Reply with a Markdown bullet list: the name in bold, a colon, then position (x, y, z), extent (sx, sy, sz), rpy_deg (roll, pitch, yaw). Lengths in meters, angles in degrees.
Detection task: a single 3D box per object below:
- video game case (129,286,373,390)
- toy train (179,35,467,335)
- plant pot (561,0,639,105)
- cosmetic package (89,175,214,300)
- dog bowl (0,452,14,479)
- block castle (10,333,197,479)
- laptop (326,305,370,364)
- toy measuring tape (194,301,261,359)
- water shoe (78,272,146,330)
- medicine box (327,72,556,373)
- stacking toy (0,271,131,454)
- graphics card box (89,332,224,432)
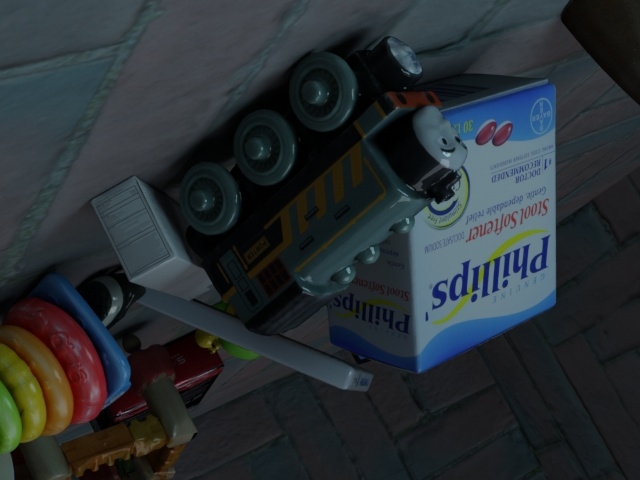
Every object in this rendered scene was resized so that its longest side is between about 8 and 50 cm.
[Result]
- **video game case**: position (-0.091, 0.139, 1.638), extent (0.300, 0.329, 0.036), rpy_deg (46, 66, -79)
- **toy train**: position (-0.001, -0.051, 1.158), extent (0.334, 0.190, 0.142), rpy_deg (-40, 165, 30)
- **plant pot**: position (0.443, -0.230, 1.382), extent (0.215, 0.230, 0.215), rpy_deg (-27, 169, -6)
- **cosmetic package**: position (-0.175, 0.004, 1.268), extent (0.060, 0.099, 0.239), rpy_deg (-27, 169, 4)
- **dog bowl**: position (-0.481, 0.268, 1.269), extent (0.104, 0.265, 0.265), rpy_deg (-38, 166, 34)
- **block castle**: position (-0.417, 0.359, 1.895), extent (0.303, 0.213, 0.453), rpy_deg (-15, 151, -33)
- **laptop**: position (0.109, 0.052, 1.834), extent (0.264, 0.234, 0.136), rpy_deg (-25, 169, -15)
- **toy measuring tape**: position (-0.079, 0.134, 2.069), extent (0.330, 0.121, 0.121), rpy_deg (-22, 167, -32)
- **water shoe**: position (-0.297, 0.107, 1.502), extent (0.080, 0.073, 0.203), rpy_deg (-20, 167, -47)
- **medicine box**: position (0.142, -0.031, 1.341), extent (0.263, 0.289, 0.149), rpy_deg (-20, -157, -39)
- **stacking toy**: position (-0.373, 0.182, 1.267), extent (0.302, 0.166, 0.175), rpy_deg (-35, 178, -45)
- **graphics card box**: position (-0.333, 0.301, 2.257), extent (0.233, 0.094, 0.371), rpy_deg (-25, 168, -20)
